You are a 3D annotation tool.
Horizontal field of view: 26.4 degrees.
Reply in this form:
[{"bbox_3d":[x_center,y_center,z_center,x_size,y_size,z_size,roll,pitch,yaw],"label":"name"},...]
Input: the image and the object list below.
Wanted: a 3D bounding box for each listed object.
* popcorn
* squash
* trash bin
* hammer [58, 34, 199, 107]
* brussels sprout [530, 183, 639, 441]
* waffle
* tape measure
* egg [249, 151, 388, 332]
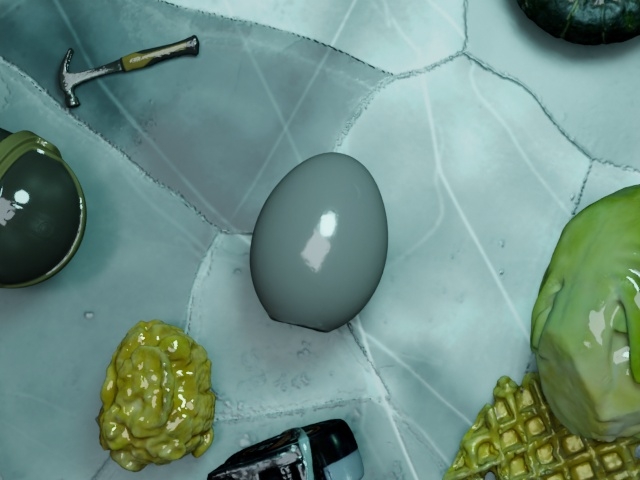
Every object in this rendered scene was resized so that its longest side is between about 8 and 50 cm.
[{"bbox_3d":[-0.210,0.210,1.774,0.163,0.140,0.194,26,90,10],"label":"popcorn"},{"bbox_3d":[0.360,-0.377,1.754,0.252,0.165,0.252,0,88,2],"label":"squash"},{"bbox_3d":[-0.461,-0.066,1.772,0.333,0.214,0.214,28,89,9],"label":"trash bin"},{"bbox_3d":[-0.263,-0.246,1.862,0.201,0.021,0.078,-17,85,3],"label":"hammer"},{"bbox_3d":[0.414,0.088,1.668,0.344,0.268,0.344,2,78,-10],"label":"brussels sprout"},{"bbox_3d":[0.296,0.313,1.772,0.250,0.056,0.261,26,86,4],"label":"waffle"},{"bbox_3d":[-0.037,0.295,1.733,0.181,0.182,0.107,-18,88,14],"label":"tape measure"},{"bbox_3d":[0.000,0.000,1.752,0.176,0.176,0.232,10,80,5],"label":"egg"}]
